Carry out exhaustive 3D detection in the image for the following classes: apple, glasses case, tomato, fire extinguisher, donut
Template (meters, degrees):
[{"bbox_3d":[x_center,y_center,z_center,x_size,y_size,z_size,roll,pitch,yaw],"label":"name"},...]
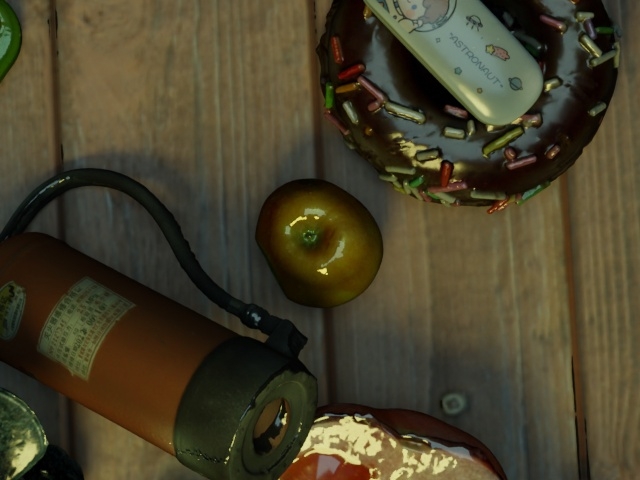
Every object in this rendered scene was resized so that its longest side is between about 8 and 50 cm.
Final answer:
[{"bbox_3d":[0.000,0.000,1.593,0.099,0.102,0.114,-25,86,-2],"label":"apple"},{"bbox_3d":[0.107,-0.170,1.538,0.067,0.045,0.178,-44,88,-2],"label":"glasses case"},{"bbox_3d":[0.046,0.226,1.572,0.228,0.112,0.199,22,104,-4],"label":"tomato"},{"bbox_3d":[-0.164,0.061,1.553,0.376,0.113,0.200,24,46,28],"label":"fire extinguisher"},{"bbox_3d":[0.128,-0.158,1.611,0.270,0.103,0.269,0,87,-3],"label":"donut"}]

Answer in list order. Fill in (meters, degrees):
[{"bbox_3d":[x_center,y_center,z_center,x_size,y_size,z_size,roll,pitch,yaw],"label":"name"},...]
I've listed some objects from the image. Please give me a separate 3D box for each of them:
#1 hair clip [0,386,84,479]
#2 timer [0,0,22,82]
[{"bbox_3d":[-0.314,0.168,1.480,0.310,0.206,0.194,43,89,-22],"label":"hair clip"},{"bbox_3d":[-0.336,-0.173,1.624,0.140,0.047,0.128,34,83,1],"label":"timer"}]
